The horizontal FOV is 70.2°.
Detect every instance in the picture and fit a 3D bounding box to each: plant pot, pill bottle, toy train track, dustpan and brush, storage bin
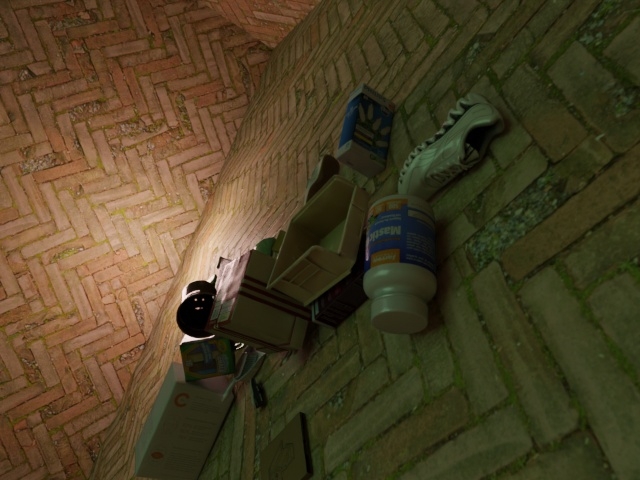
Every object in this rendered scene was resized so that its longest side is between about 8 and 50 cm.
[{"bbox_3d":[-0.106,0.019,1.617,0.083,0.081,0.082,16,81,53],"label":"plant pot"},{"bbox_3d":[0.168,0.050,0.963,0.152,0.152,0.272,-36,37,46],"label":"pill bottle"},{"bbox_3d":[-0.016,0.282,1.273,0.048,0.014,0.083,-58,31,-2],"label":"toy train track"},{"bbox_3d":[-0.271,0.454,1.550,0.147,0.060,0.211,5,71,64],"label":"dustpan and brush"},{"bbox_3d":[-0.412,0.224,1.565,0.167,0.166,0.165,-61,25,7],"label":"plant pot"},{"bbox_3d":[0.000,0.000,1.212,0.260,0.123,0.262,-42,23,44],"label":"storage bin"}]

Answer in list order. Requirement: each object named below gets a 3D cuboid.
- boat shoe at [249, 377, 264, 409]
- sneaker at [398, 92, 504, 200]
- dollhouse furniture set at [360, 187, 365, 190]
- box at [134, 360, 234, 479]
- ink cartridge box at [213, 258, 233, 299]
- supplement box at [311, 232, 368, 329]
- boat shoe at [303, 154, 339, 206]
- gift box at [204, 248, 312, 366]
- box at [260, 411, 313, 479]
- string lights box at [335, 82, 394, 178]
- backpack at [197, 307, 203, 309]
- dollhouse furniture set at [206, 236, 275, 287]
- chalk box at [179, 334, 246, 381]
[{"bbox_3d":[-0.198,0.473,1.419,0.125,0.038,0.046,-123,20,-67],"label":"boat shoe"},{"bbox_3d":[0.285,-0.185,1.019,0.292,0.110,0.118,-53,36,24],"label":"sneaker"},{"bbox_3d":[0.062,-0.079,1.434,0.144,0.123,0.152,8,109,64],"label":"dollhouse furniture set"},{"bbox_3d":[-0.483,0.639,1.602,0.346,0.214,0.168,-66,25,1],"label":"box"},{"bbox_3d":[-0.276,0.219,1.613,0.309,0.130,0.272,5,81,60],"label":"ink cartridge box"},{"bbox_3d":[0.070,0.110,1.190,0.239,0.073,0.130,-48,28,32],"label":"supplement box"},{"bbox_3d":[-0.007,-0.172,1.581,0.096,0.098,0.277,-33,30,49],"label":"boat shoe"},{"bbox_3d":[-0.168,0.212,1.337,0.255,0.258,0.277,-21,50,58],"label":"gift box"},{"bbox_3d":[-0.090,0.562,1.148,0.201,0.021,0.164,-52,28,24],"label":"box"},{"bbox_3d":[0.140,-0.337,1.393,0.076,0.133,0.260,-28,44,53],"label":"string lights box"},{"bbox_3d":[-0.488,0.357,2.002,0.151,0.115,0.182,-8,58,48],"label":"backpack"},{"bbox_3d":[-0.336,0.097,1.899,0.301,0.151,0.198,-36,37,46],"label":"dollhouse furniture set"},{"bbox_3d":[-0.361,0.386,1.571,0.132,0.212,0.132,-146,49,-81],"label":"chalk box"}]
